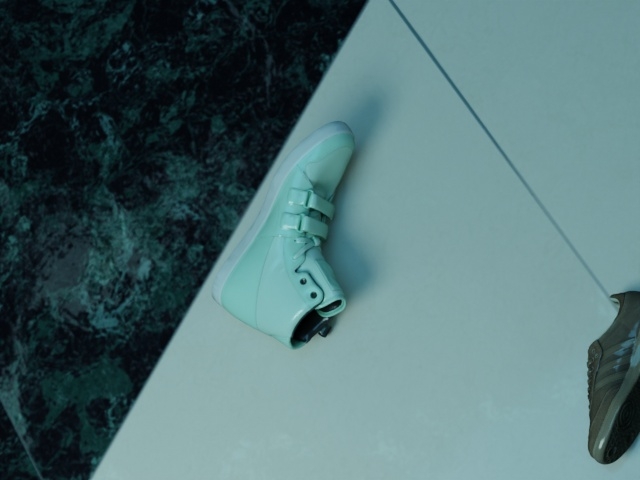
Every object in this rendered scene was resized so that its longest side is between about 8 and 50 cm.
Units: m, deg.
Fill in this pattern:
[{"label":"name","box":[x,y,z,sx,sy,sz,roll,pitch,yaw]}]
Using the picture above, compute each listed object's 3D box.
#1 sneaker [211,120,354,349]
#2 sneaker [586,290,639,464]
[{"label":"sneaker","box":[0.000,0.000,1.733,0.151,0.094,0.256,35,98,30]},{"label":"sneaker","box":[0.311,0.143,1.612,0.071,0.066,0.188,15,74,39]}]
